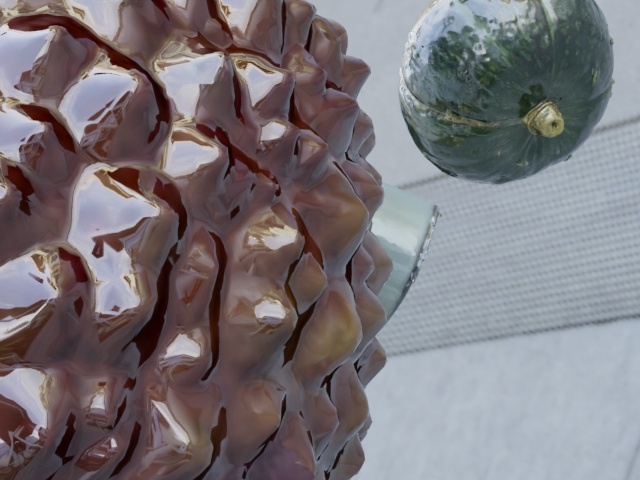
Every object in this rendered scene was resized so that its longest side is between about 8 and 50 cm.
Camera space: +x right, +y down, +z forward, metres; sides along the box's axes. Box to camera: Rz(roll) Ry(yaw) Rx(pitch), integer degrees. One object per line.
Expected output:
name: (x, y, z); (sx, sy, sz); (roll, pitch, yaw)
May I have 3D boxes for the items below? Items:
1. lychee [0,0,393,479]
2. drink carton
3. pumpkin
lychee: (-0.118, 0.031, 0.479); (0.330, 0.306, 0.306); (-48, 26, -19)
drink carton: (0.000, 0.000, 1.580); (0.185, 0.190, 0.191); (-56, 9, 49)
pumpkin: (0.150, -0.132, 1.259); (0.190, 0.190, 0.146); (-46, 63, 31)
